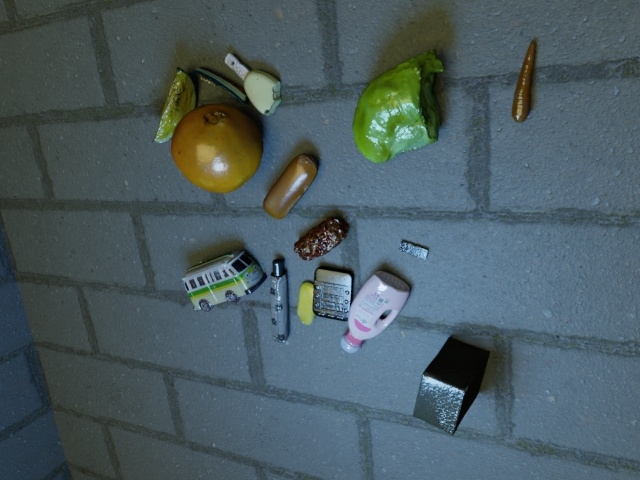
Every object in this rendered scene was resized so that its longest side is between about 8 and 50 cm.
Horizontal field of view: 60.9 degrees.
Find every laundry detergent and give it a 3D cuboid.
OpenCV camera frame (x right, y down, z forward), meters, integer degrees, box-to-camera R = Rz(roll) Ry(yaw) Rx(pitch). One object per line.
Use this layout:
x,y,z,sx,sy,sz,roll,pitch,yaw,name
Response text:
0.174,0.260,1.897,0.159,0.088,0.335,26,122,-4,laundry detergent

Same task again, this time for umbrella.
-0.157,0.232,2.083,0.067,0.073,0.337,2,108,8,umbrella

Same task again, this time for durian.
0.223,-0.369,1.588,0.339,0.204,0.256,-19,110,30,durian

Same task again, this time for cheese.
-0.233,-0.550,1.862,0.255,0.050,0.127,45,123,8,cheese

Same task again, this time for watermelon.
-0.540,-0.495,2.005,0.123,0.129,0.301,34,115,12,watermelon

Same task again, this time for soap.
-0.049,0.234,2.046,0.089,0.033,0.168,27,118,21,soap

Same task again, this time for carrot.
0.555,-0.430,1.478,0.048,0.048,0.216,11,107,25,carrot

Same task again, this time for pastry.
-0.001,0.001,1.898,0.208,0.115,0.097,-33,102,31,pastry

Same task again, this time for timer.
0.045,0.191,1.968,0.144,0.055,0.187,9,107,16,timer

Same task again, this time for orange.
-0.350,-0.314,1.863,0.312,0.312,0.312,10,112,26,orange

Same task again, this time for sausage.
-0.104,-0.186,1.891,0.105,0.105,0.274,45,122,8,sausage

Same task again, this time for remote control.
0.306,0.031,1.790,0.096,0.014,0.039,20,116,23,remote control

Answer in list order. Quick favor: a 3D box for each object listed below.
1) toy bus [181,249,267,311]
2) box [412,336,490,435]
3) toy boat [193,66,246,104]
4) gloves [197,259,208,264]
-0.380,0.150,2.123,0.305,0.143,0.179,-19,104,31,toy bus
0.417,0.451,1.724,0.143,0.273,0.184,20,115,25,box
-0.348,-0.548,1.922,0.229,0.080,0.046,32,85,16,toy boat
-0.492,0.108,2.242,0.081,0.037,0.044,-27,132,19,gloves
